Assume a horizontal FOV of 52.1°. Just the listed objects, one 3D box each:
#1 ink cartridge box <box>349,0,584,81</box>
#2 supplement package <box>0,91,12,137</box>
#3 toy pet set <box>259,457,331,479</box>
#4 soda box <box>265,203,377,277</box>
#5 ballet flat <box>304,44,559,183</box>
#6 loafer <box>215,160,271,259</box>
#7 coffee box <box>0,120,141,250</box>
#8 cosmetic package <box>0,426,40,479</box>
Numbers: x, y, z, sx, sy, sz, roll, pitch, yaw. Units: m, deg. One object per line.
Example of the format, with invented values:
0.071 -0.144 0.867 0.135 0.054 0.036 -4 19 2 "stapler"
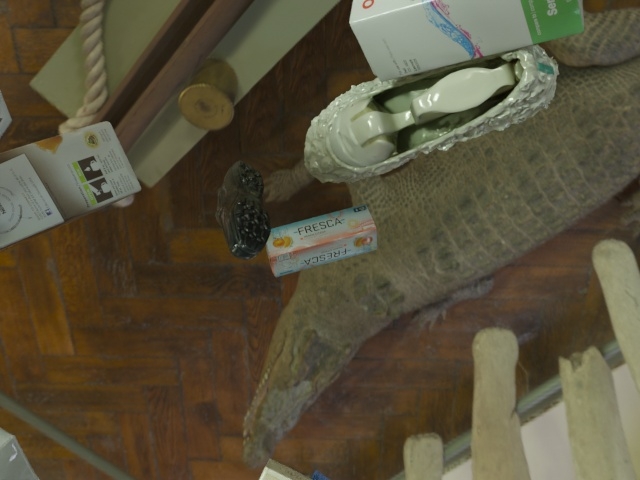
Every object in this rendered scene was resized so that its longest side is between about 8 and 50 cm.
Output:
0.191 -0.348 0.867 0.278 0.202 0.117 -7 147 27 "ink cartridge box"
-0.402 -0.110 0.441 0.262 0.199 0.198 15 147 1 "supplement package"
-0.030 0.217 0.460 0.065 0.122 0.114 25 81 4 "toy pet set"
0.000 0.000 1.092 0.183 0.063 0.058 -14 141 -7 "soda box"
0.130 -0.189 0.949 0.408 0.147 0.147 -19 116 26 "ballet flat"
-0.127 -0.039 1.038 0.076 0.223 0.078 28 119 -27 "loafer"
-0.359 -0.046 0.765 0.141 0.246 0.098 -15 102 44 "coffee box"
-0.344 0.262 0.523 0.107 0.238 0.127 2 115 41 "cosmetic package"
